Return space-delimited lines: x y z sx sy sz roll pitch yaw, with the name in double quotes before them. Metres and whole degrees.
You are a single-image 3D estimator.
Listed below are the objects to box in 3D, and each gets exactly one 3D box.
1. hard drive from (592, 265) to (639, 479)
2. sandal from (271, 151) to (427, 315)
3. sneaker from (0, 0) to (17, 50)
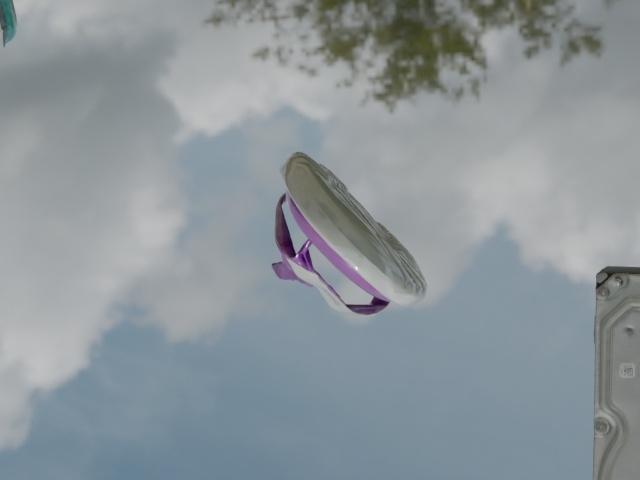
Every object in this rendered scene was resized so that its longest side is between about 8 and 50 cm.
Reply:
"hard drive" 0.385 0.198 1.342 0.237 0.338 0.064 3 -174 20
"sandal" 0.011 0.011 1.274 0.102 0.169 0.416 -44 179 4
"sneaker" -0.213 -0.239 0.855 0.110 0.275 0.107 -31 -130 -34
